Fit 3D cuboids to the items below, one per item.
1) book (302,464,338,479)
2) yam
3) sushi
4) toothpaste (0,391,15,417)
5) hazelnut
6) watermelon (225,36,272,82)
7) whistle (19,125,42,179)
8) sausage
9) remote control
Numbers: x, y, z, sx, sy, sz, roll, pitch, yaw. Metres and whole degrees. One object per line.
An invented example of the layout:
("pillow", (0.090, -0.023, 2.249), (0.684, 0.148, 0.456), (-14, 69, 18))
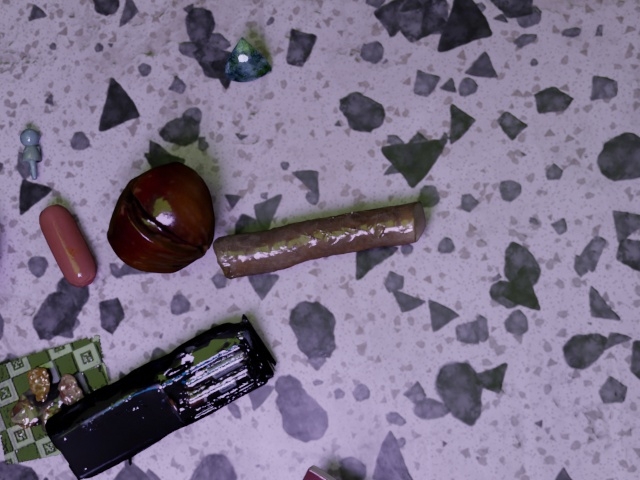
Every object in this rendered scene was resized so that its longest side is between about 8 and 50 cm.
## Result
("book", (0.006, 0.494, 1.433), (0.162, 0.022, 0.231), (29, 107, 12))
("yam", (0.000, 0.000, 1.490), (0.357, 0.081, 0.081), (-10, 83, 10))
("sushi", (-0.470, 0.281, 1.544), (0.210, 0.040, 0.192), (-14, 83, 1))
("toothpaste", (-0.657, 0.200, 1.596), (0.075, 0.048, 0.296), (-37, 83, -3))
("hazelnut", (-0.262, -0.032, 1.492), (0.178, 0.178, 0.204), (46, 110, 10))
("watermelon", (-0.134, -0.316, 1.564), (0.085, 0.085, 0.061), (-4, 44, 9))
("whistle", (-0.523, -0.159, 1.611), (0.035, 0.035, 0.100), (-9, 84, 8))
("sausage", (-0.444, 0.010, 1.568), (0.062, 0.062, 0.154), (-29, 81, 5))
("remote control", (-0.269, 0.274, 1.499), (0.399, 0.062, 0.144), (-30, 104, 5))
